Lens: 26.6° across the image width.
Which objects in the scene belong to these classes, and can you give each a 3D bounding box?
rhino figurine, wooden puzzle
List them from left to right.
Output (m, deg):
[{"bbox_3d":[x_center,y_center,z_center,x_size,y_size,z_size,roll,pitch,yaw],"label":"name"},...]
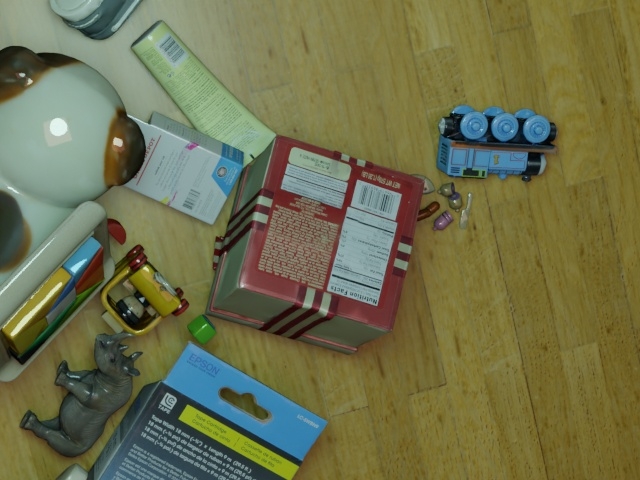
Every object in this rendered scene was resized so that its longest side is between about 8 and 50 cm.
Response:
[{"bbox_3d":[-0.334,0.073,1.680,0.044,0.238,0.221,39,73,10],"label":"wooden puzzle"},{"bbox_3d":[-0.325,0.212,1.906,0.106,0.073,0.243,32,115,-15],"label":"rhino figurine"}]

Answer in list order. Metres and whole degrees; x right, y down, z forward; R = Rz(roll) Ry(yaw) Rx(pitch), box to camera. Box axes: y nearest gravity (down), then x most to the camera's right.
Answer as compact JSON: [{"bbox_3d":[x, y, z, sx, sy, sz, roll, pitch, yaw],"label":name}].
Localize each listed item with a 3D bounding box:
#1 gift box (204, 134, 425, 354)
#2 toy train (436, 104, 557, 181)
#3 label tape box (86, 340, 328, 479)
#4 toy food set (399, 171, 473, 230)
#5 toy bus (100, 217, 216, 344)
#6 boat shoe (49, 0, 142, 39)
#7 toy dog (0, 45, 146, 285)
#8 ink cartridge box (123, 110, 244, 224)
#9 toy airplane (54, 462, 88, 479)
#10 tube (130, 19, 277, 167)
[{"bbox_3d":[0.000,0.000,1.889,0.255,0.258,0.276,22,73,-10],"label":"gift box"},{"bbox_3d":[0.261,-0.142,2.008,0.184,0.080,0.105,2,105,-13],"label":"toy train"},{"bbox_3d":[-0.180,0.326,1.950,0.240,0.106,0.333,32,95,-13],"label":"label tape box"},{"bbox_3d":[0.168,-0.055,2.026,0.122,0.019,0.078,11,94,-11],"label":"toy food set"},{"bbox_3d":[-0.255,0.080,1.883,0.104,0.191,0.202,-42,146,-3],"label":"toy bus"},{"bbox_3d":[-0.248,-0.417,1.887,0.319,0.116,0.099,-54,145,-8],"label":"boat shoe"},{"bbox_3d":[-0.416,-0.061,1.741,0.284,0.395,0.408,37,98,-3],"label":"toy dog"},{"bbox_3d":[-0.211,-0.110,1.915,0.181,0.061,0.104,25,112,-13],"label":"ink cartridge box"},{"bbox_3d":[-0.483,0.498,1.795,0.272,0.384,0.386,41,132,9],"label":"toy airplane"},{"bbox_3d":[-0.171,-0.204,1.933,0.240,0.070,0.062,48,44,-17],"label":"tube"}]
